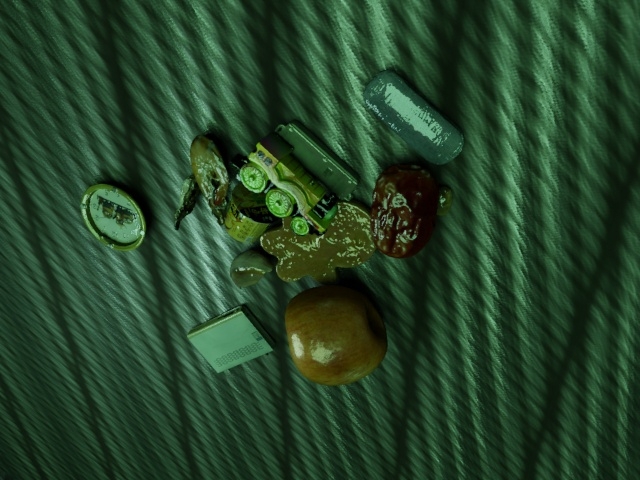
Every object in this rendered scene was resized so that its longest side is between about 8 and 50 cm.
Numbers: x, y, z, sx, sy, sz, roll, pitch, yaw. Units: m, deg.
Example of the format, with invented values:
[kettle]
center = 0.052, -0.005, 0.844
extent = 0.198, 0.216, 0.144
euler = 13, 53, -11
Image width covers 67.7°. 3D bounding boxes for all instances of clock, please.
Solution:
[clock]
center = -0.647, -0.079, 1.518
extent = 0.236, 0.057, 0.237
euler = 7, 119, 13

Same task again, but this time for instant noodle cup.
[instant noodle cup]
center = -0.202, -0.072, 1.357
extent = 0.151, 0.151, 0.122
euler = 34, 128, -5

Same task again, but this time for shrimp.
[shrimp]
center = -0.295, -0.160, 1.354
extent = 0.152, 0.063, 0.287
euler = 17, 131, 39

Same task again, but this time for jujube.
[jujube]
center = 0.214, -0.075, 1.230
extent = 0.174, 0.174, 0.251
euler = 12, 118, 8

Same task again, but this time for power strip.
[power strip]
center = -0.007, -0.216, 1.277
extent = 0.272, 0.052, 0.078
euler = 41, 120, -8

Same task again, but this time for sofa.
[sofa]
center = -0.202, -0.187, 1.338
extent = 0.118, 0.060, 0.039
euler = 36, 129, -7

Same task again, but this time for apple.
[apple]
center = 0.047, 0.271, 1.399
extent = 0.274, 0.299, 0.299
euler = -15, 114, 12

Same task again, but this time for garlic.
[garlic]
center = -0.227, 0.089, 1.471
extent = 0.101, 0.087, 0.195
euler = 47, 137, -7

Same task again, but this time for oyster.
[oyster]
center = -0.396, -0.113, 1.410
extent = 0.056, 0.105, 0.177
euler = 18, 86, -14

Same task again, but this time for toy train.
[toy train]
center = -0.076, -0.137, 1.253
extent = 0.296, 0.100, 0.160
euler = 43, 130, -5

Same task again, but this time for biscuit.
[biscuit]
center = 0.001, -0.001, 1.394
extent = 0.354, 0.052, 0.275
euler = -24, 108, 23

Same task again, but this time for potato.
[potato]
center = 0.321, -0.104, 1.259
extent = 0.051, 0.040, 0.083
euler = 7, 119, 17

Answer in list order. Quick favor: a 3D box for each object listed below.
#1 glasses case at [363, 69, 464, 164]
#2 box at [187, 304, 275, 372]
[glasses case]
center = 0.228, -0.296, 1.163
extent = 0.282, 0.067, 0.109
euler = 37, 124, -9
[box]
center = -0.311, 0.351, 1.674
extent = 0.270, 0.045, 0.211
euler = -29, 108, 26
